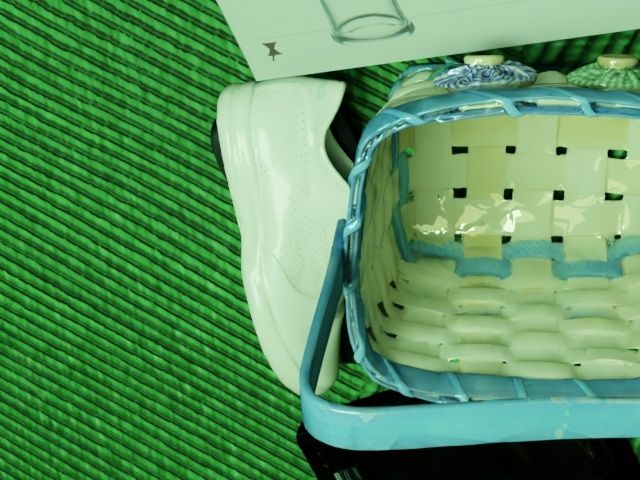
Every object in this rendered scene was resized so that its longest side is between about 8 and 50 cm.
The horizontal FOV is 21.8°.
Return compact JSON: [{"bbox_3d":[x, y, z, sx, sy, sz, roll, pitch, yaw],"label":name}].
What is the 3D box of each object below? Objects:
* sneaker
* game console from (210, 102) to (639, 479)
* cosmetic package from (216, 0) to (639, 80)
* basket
[{"bbox_3d":[0.000,0.000,1.045,0.094,0.080,0.212,-8,110,11],"label":"sneaker"},{"bbox_3d":[0.054,0.056,1.116,0.213,0.044,0.361,-20,106,28],"label":"game console"},{"bbox_3d":[0.085,-0.239,0.868,0.377,0.097,0.284,-5,133,28],"label":"cosmetic package"},{"bbox_3d":[0.120,0.014,0.899,0.255,0.289,0.201,-1,125,2],"label":"basket"}]
